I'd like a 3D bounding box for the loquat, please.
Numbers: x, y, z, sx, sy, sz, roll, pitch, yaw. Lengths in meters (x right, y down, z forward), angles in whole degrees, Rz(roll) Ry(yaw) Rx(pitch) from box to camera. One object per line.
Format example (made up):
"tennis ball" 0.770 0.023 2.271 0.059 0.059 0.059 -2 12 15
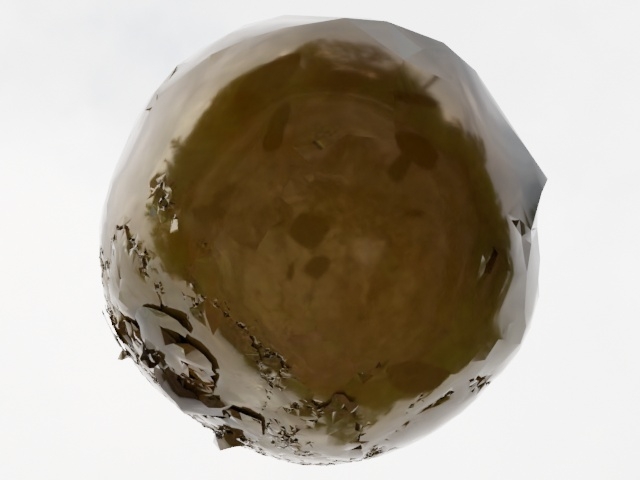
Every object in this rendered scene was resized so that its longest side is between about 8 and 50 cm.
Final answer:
"loquat" 0.000 0.000 0.944 0.235 0.235 0.235 0 -87 -5
